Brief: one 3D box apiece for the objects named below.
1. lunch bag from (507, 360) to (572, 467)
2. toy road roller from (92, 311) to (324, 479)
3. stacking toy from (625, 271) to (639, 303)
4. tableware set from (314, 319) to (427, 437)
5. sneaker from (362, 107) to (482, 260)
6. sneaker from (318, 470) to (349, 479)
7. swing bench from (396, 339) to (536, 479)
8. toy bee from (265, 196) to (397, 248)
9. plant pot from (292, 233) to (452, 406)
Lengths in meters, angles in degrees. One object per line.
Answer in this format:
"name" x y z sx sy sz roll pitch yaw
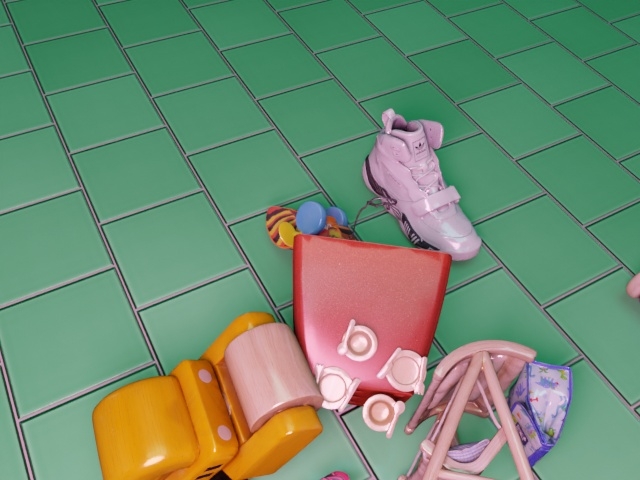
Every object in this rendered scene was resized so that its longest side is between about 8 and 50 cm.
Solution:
"lunch bag" 0.377 0.305 1.015 0.097 0.128 0.151 8 53 8
"toy road roller" -0.181 0.266 0.874 0.241 0.329 0.202 15 38 -47
"stacking toy" 0.770 0.184 1.148 0.141 0.141 0.330 -19 59 -19
"tableware set" 0.075 0.214 0.899 0.169 0.020 0.141 26 83 4
"sneaker" 0.229 -0.128 1.294 0.138 0.210 0.365 -26 58 -22
"sneaker" 0.094 0.470 0.850 0.299 0.120 0.112 42 55 11
"swing bench" 0.221 0.316 0.915 0.165 0.253 0.254 10 51 3
"toy bee" 0.000 0.000 1.192 0.196 0.298 0.162 8 83 -30
"plant pot" 0.067 0.162 1.036 0.268 0.267 0.235 8 66 1
